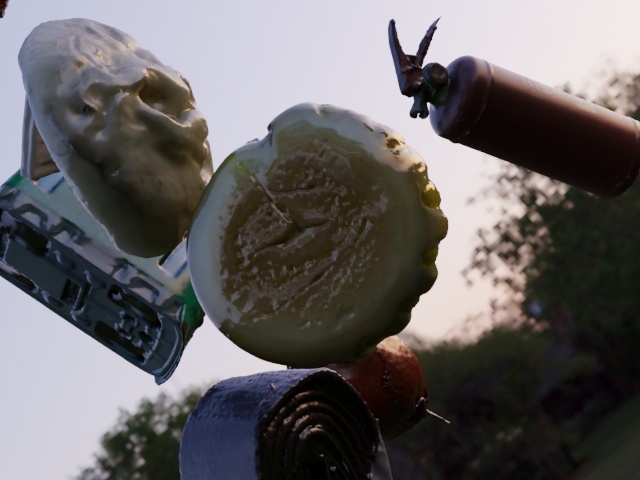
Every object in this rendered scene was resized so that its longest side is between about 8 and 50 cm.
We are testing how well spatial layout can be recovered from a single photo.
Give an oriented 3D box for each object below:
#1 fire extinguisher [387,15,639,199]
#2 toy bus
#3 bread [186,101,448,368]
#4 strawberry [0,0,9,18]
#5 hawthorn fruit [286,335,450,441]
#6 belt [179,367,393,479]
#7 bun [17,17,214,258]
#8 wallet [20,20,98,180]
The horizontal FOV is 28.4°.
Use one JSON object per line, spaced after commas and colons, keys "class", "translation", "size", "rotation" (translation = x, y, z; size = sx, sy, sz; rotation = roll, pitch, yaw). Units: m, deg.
{"class": "fire extinguisher", "translation": [0.224, -0.167, 1.513], "size": [0.106, 0.337, 0.147], "rotation": [-40, 35, 57]}
{"class": "toy bus", "translation": [-0.298, 0.021, 1.798], "size": [0.199, 0.343, 0.183], "rotation": [-54, -1, -39]}
{"class": "bread", "translation": [0.000, 0.000, 1.006], "size": [0.213, 0.213, 0.105], "rotation": [-44, -11, 11]}
{"class": "strawberry", "translation": [-0.533, -0.351, 1.697], "size": [0.292, 0.292, 0.343], "rotation": [-41, 6, -1]}
{"class": "hawthorn fruit", "translation": [0.063, 0.202, 1.698], "size": [0.181, 0.235, 0.181], "rotation": [-59, 1, 1]}
{"class": "belt", "translation": [-0.027, 0.266, 1.216], "size": [0.164, 0.289, 0.184], "rotation": [-11, 10, 42]}
{"class": "bun", "translation": [-0.172, -0.102, 1.130], "size": [0.133, 0.231, 0.231], "rotation": [-29, -13, 0]}
{"class": "wallet", "translation": [-0.300, -0.164, 1.487], "size": [0.124, 0.032, 0.183], "rotation": [-26, -44, -53]}
